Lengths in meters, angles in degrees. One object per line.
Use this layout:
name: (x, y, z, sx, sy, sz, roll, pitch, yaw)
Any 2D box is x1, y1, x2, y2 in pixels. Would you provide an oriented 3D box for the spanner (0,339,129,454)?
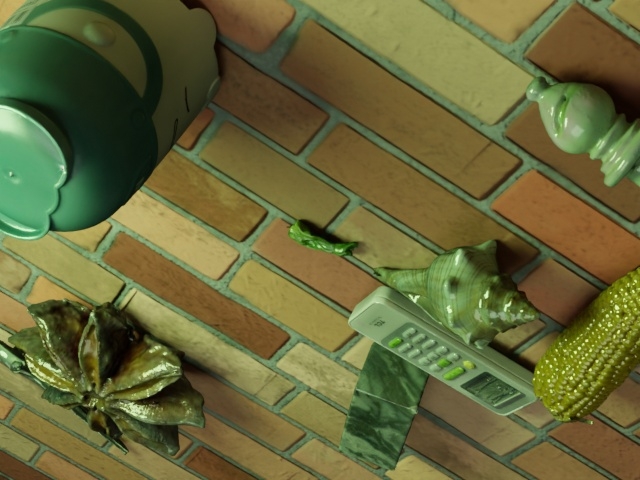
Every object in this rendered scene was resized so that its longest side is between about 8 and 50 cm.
spanner: (-0.417, 0.251, 1.961, 0.325, 0.026, 0.093, 47, 173, -32)

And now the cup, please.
cup: (-0.265, -0.131, 1.302, 0.219, 0.258, 0.290, 33, 141, -2)

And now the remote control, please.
remote control: (0.159, 0.143, 1.552, 0.250, 0.034, 0.103, 31, 150, -10)

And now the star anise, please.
star anise: (-0.307, 0.196, 1.798, 0.331, 0.118, 0.332, 21, 140, 18)

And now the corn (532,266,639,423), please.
corn: (0.329, 0.121, 1.405, 0.091, 0.091, 0.260, 28, 138, -1)

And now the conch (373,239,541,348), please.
conch: (0.176, 0.062, 1.416, 0.137, 0.114, 0.234, 50, 171, -14)

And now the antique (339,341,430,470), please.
antique: (0.086, 0.231, 1.655, 0.088, 0.086, 0.183, 20, 141, 6)

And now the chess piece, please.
chess piece: (0.315, -0.075, 1.180, 0.271, 0.139, 0.139, 34, 141, 4)

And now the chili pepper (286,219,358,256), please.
chili pepper: (0.000, 0.002, 1.487, 0.091, 0.030, 0.034, 20, 116, 1)
